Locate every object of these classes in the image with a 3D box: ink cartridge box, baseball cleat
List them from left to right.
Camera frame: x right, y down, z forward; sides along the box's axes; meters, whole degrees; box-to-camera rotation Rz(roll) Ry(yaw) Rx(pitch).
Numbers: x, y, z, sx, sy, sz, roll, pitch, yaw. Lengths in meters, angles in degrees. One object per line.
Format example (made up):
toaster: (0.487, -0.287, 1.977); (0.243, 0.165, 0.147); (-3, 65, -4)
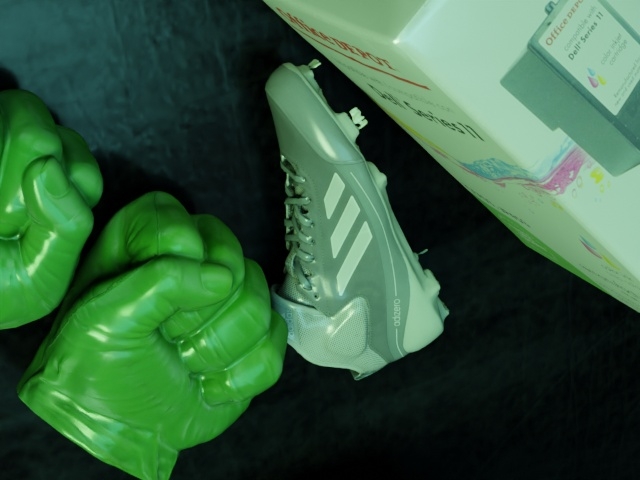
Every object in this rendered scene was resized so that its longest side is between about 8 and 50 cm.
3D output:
baseball cleat: (0.000, 0.000, 0.878); (0.109, 0.072, 0.206); (-32, 116, -3)
ink cartridge box: (0.093, -0.105, 0.800); (0.353, 0.207, 0.119); (40, 88, -30)

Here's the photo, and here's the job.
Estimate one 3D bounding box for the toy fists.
toy fists: (-0.137, 0.019, 0.802); (0.279, 0.096, 0.142); (34, 92, -27)
